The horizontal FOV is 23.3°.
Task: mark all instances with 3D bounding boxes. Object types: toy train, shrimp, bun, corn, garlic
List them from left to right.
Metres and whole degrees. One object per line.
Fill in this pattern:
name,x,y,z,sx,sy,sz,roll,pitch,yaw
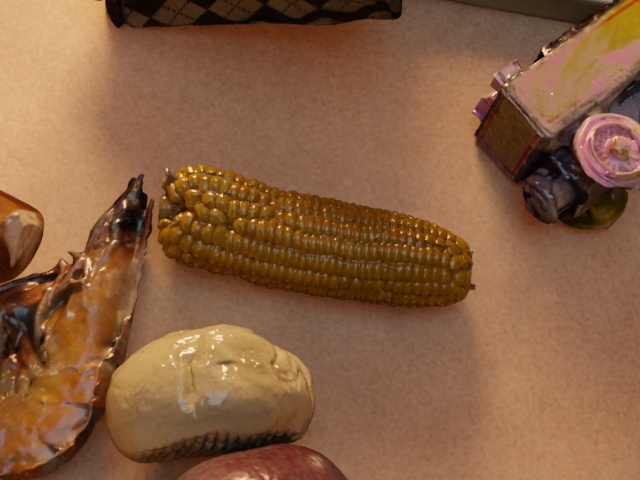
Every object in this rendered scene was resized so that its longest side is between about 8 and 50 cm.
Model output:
garlic,-0.340,-0.032,1.392,0.198,0.128,0.090,29,75,8
shrimp,-0.247,0.070,1.408,0.164,0.062,0.317,19,66,6
bun,-0.095,0.133,1.350,0.188,0.164,0.111,-6,73,-12
corn,-0.001,0.004,1.451,0.313,0.102,0.102,13,68,-4
toy train,0.287,-0.130,1.530,0.261,0.134,0.177,-35,78,-20

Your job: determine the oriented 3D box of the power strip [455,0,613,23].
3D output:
power strip,0.155,-0.297,1.610,0.385,0.062,0.091,9,71,-5

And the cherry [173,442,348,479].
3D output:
cherry,-0.060,0.265,1.286,0.213,0.266,0.183,-35,62,-7

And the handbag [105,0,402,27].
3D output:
handbag,-0.071,-0.408,1.525,0.316,0.180,0.416,-4,72,21
